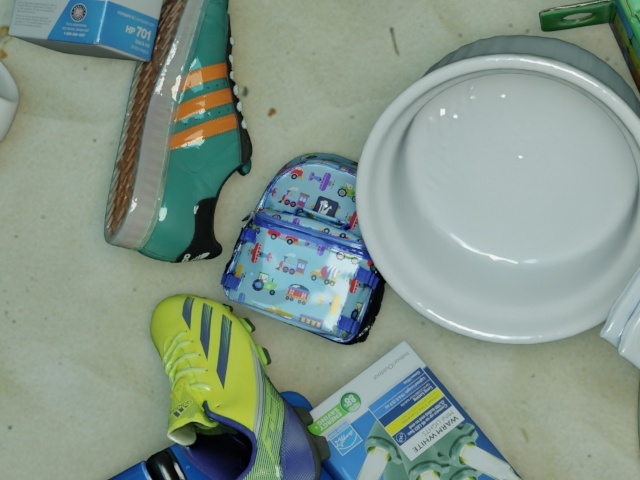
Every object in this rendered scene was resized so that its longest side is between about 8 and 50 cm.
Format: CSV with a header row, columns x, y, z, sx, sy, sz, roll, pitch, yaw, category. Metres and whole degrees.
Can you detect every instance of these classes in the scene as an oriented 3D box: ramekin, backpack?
x,y,z,sx,sy,sz,roll,pitch,yaw,category
0.179,-0.056,1.388,0.277,0.135,0.277,5,115,12,ramekin
0.000,0.000,1.466,0.158,0.117,0.173,23,88,8,backpack

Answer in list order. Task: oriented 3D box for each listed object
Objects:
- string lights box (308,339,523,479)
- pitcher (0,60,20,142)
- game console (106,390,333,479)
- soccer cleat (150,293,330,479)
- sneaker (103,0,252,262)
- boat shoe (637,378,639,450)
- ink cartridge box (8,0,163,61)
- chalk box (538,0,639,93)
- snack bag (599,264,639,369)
x,y,z,sx,sy,sz,roll,pitch,yaw,category
0.110,0.238,1.423,0.133,0.077,0.259,-37,73,-13,string lights box
-0.391,-0.091,1.534,0.207,0.125,0.178,-37,104,15,pitcher
-0.084,0.337,1.507,0.250,0.173,0.293,-24,84,-25,game console
-0.103,0.143,1.419,0.289,0.121,0.093,48,134,42,soccer cleat
-0.123,-0.122,1.504,0.121,0.108,0.302,18,77,-24,sneaker
0.382,0.069,1.409,0.113,0.127,0.340,10,88,-16,boat shoe
-0.221,-0.282,1.500,0.140,0.082,0.190,12,88,40,ink cartridge box
0.345,-0.243,1.396,0.289,0.180,0.179,-24,84,8,chalk box
0.433,0.024,1.337,0.323,0.037,0.342,37,83,-30,snack bag
